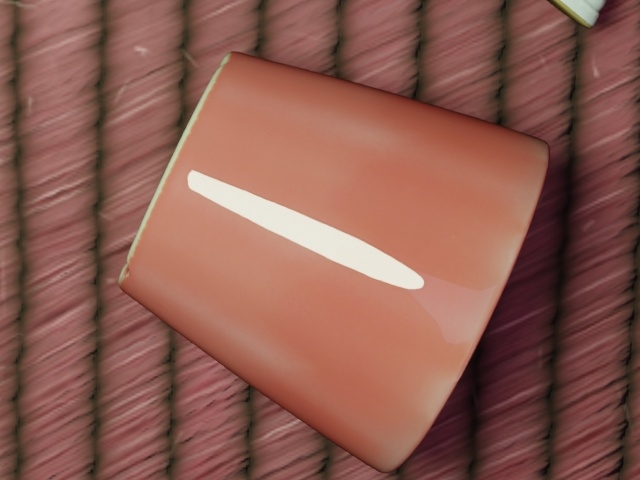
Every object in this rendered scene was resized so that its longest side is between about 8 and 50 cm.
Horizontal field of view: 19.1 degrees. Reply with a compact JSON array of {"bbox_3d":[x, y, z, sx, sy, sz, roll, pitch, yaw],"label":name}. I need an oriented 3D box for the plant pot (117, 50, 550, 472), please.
[{"bbox_3d":[0.000,0.000,1.394,0.243,0.275,0.275,25,97,-3],"label":"plant pot"}]

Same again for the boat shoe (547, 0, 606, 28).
[{"bbox_3d":[0.138,-0.282,1.425,0.096,0.098,0.277,-41,102,3],"label":"boat shoe"}]
